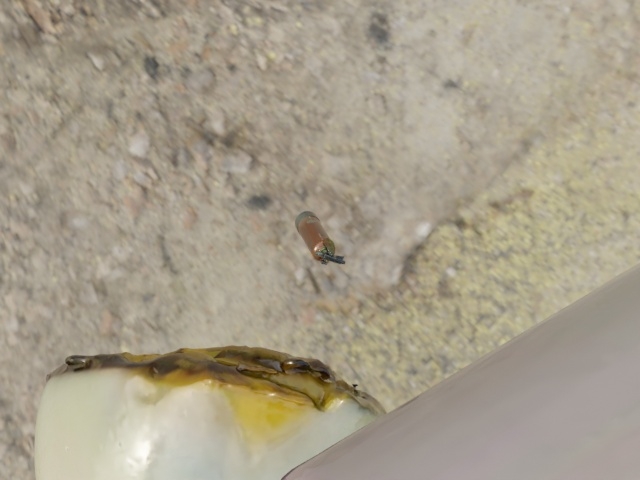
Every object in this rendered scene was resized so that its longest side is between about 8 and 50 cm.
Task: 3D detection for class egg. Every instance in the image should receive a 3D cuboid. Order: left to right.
[{"bbox_3d":[-0.085,0.190,0.991,0.286,0.174,0.264,-5,160,18],"label":"egg"}]

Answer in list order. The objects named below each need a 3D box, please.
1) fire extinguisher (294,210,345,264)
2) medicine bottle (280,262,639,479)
[{"bbox_3d":[0.000,0.000,1.100,0.028,0.083,0.022,9,110,-20],"label":"fire extinguisher"},{"bbox_3d":[0.076,0.131,0.356,0.316,0.202,0.202,-29,120,-13],"label":"medicine bottle"}]
